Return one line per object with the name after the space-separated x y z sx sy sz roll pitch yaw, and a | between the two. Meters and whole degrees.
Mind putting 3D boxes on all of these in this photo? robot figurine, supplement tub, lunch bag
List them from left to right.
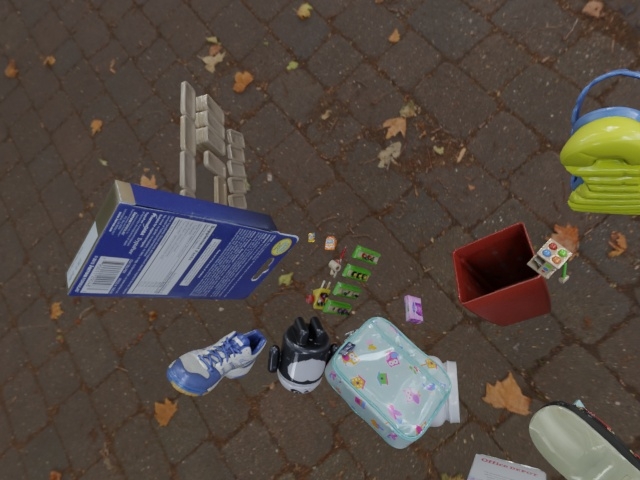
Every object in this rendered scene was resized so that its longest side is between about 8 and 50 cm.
-0.059 0.408 1.449 0.209 0.173 0.278 19 114 16 | robot figurine
0.165 0.330 1.005 0.279 0.108 0.224 42 56 18 | lunch bag
0.317 0.527 1.449 0.325 0.235 0.235 -4 75 17 | supplement tub

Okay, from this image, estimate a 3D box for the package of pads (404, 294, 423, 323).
0.290 0.215 1.277 0.050 0.032 0.083 15 53 -19 | package of pads

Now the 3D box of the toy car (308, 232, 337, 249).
0.000 0.000 1.342 0.122 0.060 0.040 9 117 28 | toy car

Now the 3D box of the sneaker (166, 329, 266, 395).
-0.243 0.276 0.996 0.112 0.296 0.131 42 101 17 | sneaker

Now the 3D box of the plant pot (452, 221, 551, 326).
0.650 0.147 1.435 0.267 0.236 0.267 -28 31 30 | plant pot

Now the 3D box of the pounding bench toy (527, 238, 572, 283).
0.506 0.048 0.879 0.052 0.065 0.083 -41 68 -16 | pounding bench toy

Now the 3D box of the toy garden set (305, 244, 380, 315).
0.079 0.132 1.301 0.049 0.204 0.244 36 102 45 | toy garden set

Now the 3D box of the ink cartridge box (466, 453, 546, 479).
0.393 0.572 0.878 0.154 0.212 0.093 1 99 31 | ink cartridge box

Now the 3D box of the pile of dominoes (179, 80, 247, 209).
-0.180 -0.107 0.663 0.040 0.196 0.251 -9 72 14 | pile of dominoes

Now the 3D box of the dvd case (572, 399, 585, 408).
0.860 0.599 1.343 0.087 0.013 0.119 -25 77 -25 | dvd case

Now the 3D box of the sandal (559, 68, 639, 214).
0.423 -0.125 0.583 0.126 0.317 0.138 6 78 33 | sandal

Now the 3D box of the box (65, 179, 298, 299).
-0.145 0.015 0.471 0.136 0.225 0.036 -47 54 25 | box

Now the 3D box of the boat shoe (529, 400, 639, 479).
0.188 0.158 0.246 0.049 0.042 0.133 -52 52 21 | boat shoe
